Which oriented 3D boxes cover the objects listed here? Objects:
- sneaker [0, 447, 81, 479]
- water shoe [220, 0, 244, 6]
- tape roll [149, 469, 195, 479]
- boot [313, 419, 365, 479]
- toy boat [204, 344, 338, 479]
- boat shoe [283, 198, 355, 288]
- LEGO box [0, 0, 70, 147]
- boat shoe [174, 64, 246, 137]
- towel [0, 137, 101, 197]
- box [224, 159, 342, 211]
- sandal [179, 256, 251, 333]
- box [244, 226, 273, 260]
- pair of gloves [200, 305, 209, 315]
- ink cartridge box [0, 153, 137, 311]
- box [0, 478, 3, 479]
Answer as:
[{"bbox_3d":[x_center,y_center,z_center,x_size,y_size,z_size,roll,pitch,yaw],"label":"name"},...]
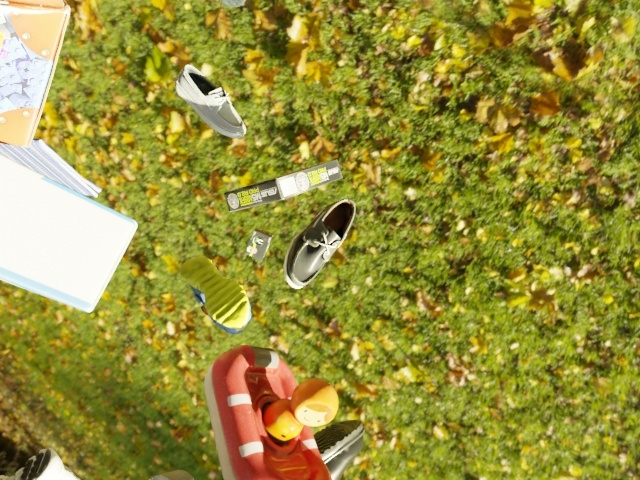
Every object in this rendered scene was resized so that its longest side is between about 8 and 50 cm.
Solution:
[{"bbox_3d":[-0.623,0.540,1.109,0.292,0.110,0.118,-29,121,18],"label":"sneaker"},{"bbox_3d":[-0.151,-0.518,0.978,0.203,0.073,0.080,-31,63,60],"label":"water shoe"},{"bbox_3d":[-0.410,0.756,1.480,0.219,0.072,0.219,-8,77,42],"label":"tape roll"},{"bbox_3d":[0.013,0.632,1.307,0.131,0.348,0.260,-15,104,61],"label":"boot"},{"bbox_3d":[-0.042,0.228,0.683,0.151,0.151,0.231,-35,58,23],"label":"toy boat"},{"bbox_3d":[0.000,0.000,1.127,0.084,0.233,0.079,44,148,-16],"label":"boat shoe"},{"bbox_3d":[-0.561,-0.354,0.615,0.193,0.373,0.500,-56,52,27],"label":"LEGO box"},{"bbox_3d":[-0.276,-0.356,1.365,0.227,0.079,0.081,42,134,1],"label":"boat shoe"},{"bbox_3d":[-0.746,-0.208,1.344,0.336,0.040,0.243,13,159,20],"label":"towel"},{"bbox_3d":[-0.101,-0.156,1.517,0.216,0.270,0.060,-10,101,40],"label":"box"},{"bbox_3d":[-0.298,0.173,1.584,0.317,0.126,0.138,42,153,43],"label":"sandal"},{"bbox_3d":[-0.195,0.010,1.706,0.062,0.052,0.083,22,104,-2],"label":"box"},{"bbox_3d":[-0.335,0.232,1.677,0.010,0.083,0.074,-54,48,6],"label":"pair of gloves"},{"bbox_3d":[-0.406,-0.006,0.731,0.223,0.129,0.307,28,163,-24],"label":"ink cartridge box"},{"bbox_3d":[-0.443,0.512,0.795,0.381,0.143,0.191,-7,113,48],"label":"box"}]
